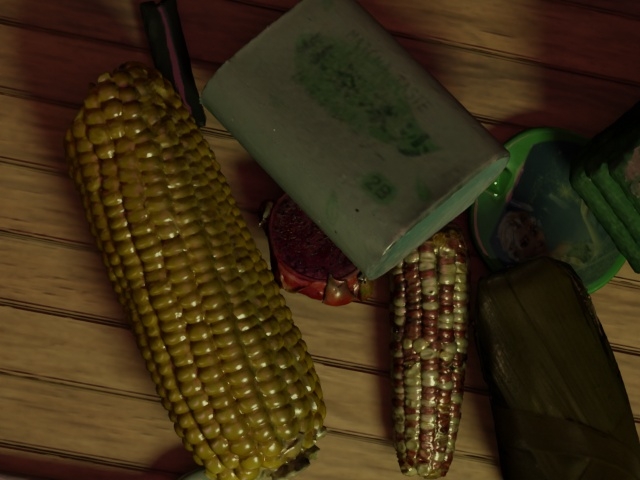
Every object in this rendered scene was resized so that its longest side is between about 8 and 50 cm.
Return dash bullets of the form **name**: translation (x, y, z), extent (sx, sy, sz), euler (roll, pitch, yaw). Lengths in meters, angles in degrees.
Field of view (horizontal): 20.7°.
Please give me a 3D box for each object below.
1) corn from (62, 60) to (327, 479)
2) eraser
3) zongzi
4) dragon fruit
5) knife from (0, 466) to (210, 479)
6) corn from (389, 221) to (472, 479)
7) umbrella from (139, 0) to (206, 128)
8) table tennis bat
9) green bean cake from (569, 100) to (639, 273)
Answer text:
- **corn**: translation (-0.114, 0.036, 1.534), extent (0.144, 0.144, 0.387), euler (-26, 88, -7)
- **eraser**: translation (0.030, -0.101, 1.544), extent (0.174, 0.081, 0.227), euler (-40, 75, -15)
- **zongzi**: translation (0.216, 0.155, 1.491), extent (0.123, 0.289, 0.260), euler (-13, 99, -3)
- **dragon fruit**: translation (-0.001, 0.005, 1.577), extent (0.112, 0.068, 0.126), euler (-34, 72, -16)
- **knife**: translation (-0.254, 0.242, 1.560), extent (0.399, 0.038, 0.132), euler (10, 86, -6)
- **corn**: translation (0.096, 0.098, 1.595), extent (0.079, 0.079, 0.237), euler (3, 92, -8)
- **umbrella**: translation (-0.135, -0.156, 1.586), extent (0.036, 0.031, 0.133), euler (-13, 92, 18)
- **table tennis bat**: translation (0.179, -0.046, 1.626), extent (0.257, 0.039, 0.160), euler (30, 83, -9)
- **green bean cake**: translation (0.401, -0.099, 1.515), extent (0.308, 0.300, 0.169), euler (-36, 94, -12)
